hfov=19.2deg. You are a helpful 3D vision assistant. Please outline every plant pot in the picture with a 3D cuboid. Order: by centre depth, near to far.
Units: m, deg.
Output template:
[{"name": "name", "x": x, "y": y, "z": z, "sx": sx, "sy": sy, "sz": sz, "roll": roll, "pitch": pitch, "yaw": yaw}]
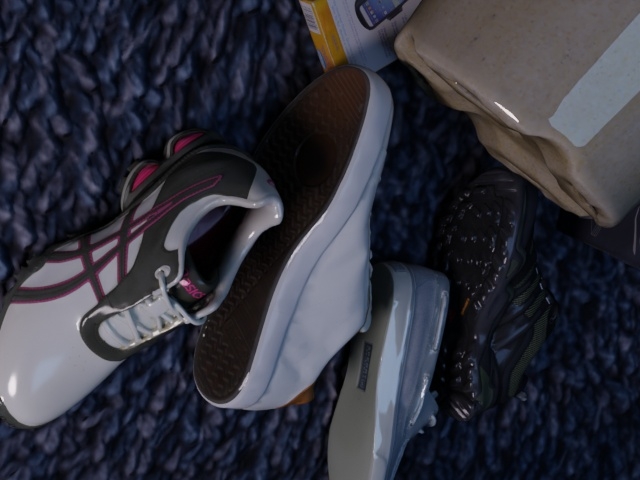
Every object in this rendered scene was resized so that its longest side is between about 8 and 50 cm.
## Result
[{"name": "plant pot", "x": 0.233, "y": -0.191, "z": 1.438, "sx": 0.305, "sy": 0.334, "sz": 0.334, "roll": -49, "pitch": 125, "yaw": -1}]

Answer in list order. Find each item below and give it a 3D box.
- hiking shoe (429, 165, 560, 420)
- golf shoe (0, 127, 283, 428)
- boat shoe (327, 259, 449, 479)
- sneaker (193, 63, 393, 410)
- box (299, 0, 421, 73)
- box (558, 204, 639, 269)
[{"name": "hiking shoe", "x": 0.156, "y": 0.040, "z": 1.622, "sx": 0.114, "sy": 0.086, "sz": 0.227, "roll": -9, "pitch": 118, "yaw": -44}, {"name": "golf shoe", "x": -0.142, "y": 0.035, "z": 1.401, "sx": 0.273, "sy": 0.120, "sz": 0.105, "roll": -50, "pitch": 127, "yaw": -5}, {"name": "boat shoe", "x": 0.065, "y": 0.130, "z": 1.587, "sx": 0.081, "sy": 0.079, "sz": 0.228, "roll": 4, "pitch": 102, "yaw": -29}, {"name": "sneaker", "x": 0.000, "y": 0.000, "z": 1.497, "sx": 0.123, "sy": 0.106, "sz": 0.290, "roll": 11, "pitch": 109, "yaw": -44}, {"name": "box", "x": 0.054, "y": -0.187, "z": 1.498, "sx": 0.136, "sy": 0.028, "sz": 0.081, "roll": -33, "pitch": 121, "yaw": -21}, {"name": "box", "x": 0.299, "y": -0.057, "z": 1.616, "sx": 0.093, "sy": 0.158, "sz": 0.156, "roll": 4, "pitch": 105, "yaw": -32}]
